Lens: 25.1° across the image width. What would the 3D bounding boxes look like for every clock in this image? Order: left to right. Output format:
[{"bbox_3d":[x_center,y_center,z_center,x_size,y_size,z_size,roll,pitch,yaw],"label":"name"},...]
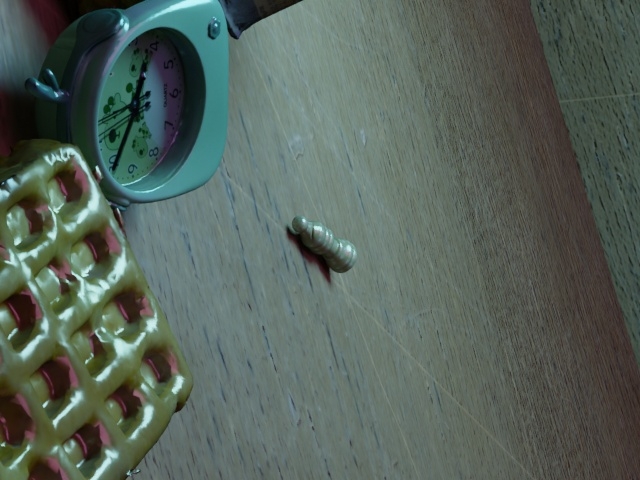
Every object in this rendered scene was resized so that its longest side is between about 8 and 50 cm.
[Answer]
[{"bbox_3d":[-0.151,-0.104,1.081,0.211,0.066,0.159,-24,123,-53],"label":"clock"}]

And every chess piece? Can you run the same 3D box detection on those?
[{"bbox_3d":[0.000,0.000,1.468,0.092,0.035,0.035,37,39,-48],"label":"chess piece"}]

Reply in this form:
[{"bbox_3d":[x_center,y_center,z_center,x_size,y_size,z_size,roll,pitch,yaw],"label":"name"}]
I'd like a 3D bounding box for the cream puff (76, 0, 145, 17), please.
[{"bbox_3d":[-0.141,-0.234,1.191,0.156,0.121,0.156,23,57,-42],"label":"cream puff"}]

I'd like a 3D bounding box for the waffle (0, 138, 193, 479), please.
[{"bbox_3d":[-0.197,0.080,0.856,0.224,0.098,0.327,67,20,-13],"label":"waffle"}]

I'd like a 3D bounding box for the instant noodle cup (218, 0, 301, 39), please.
[{"bbox_3d":[-0.027,-0.326,1.375,0.217,0.207,0.217,-19,90,-88],"label":"instant noodle cup"}]
